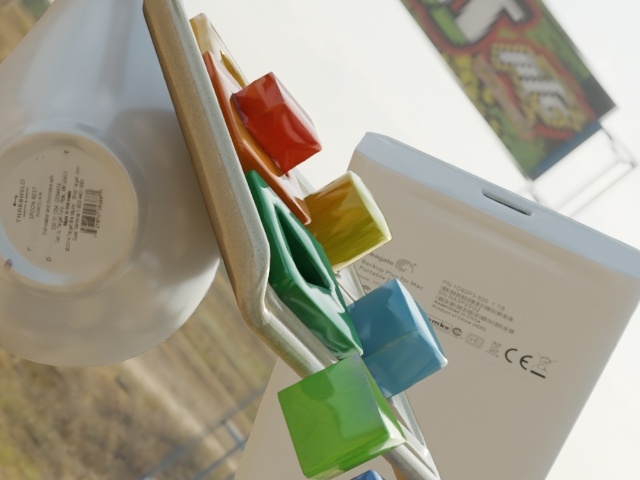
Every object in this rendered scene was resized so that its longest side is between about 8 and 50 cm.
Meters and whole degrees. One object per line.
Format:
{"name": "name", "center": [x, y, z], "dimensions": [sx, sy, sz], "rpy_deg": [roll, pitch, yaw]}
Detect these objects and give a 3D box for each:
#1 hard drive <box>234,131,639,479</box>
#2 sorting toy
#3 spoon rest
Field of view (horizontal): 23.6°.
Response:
{"name": "hard drive", "center": [0.073, 0.096, 1.048], "dimensions": [0.203, 0.307, 0.040], "rpy_deg": [25, 36, 7]}
{"name": "sorting toy", "center": [0.000, 0.000, 0.642], "dimensions": [0.196, 0.047, 0.347], "rpy_deg": [55, 10, -47]}
{"name": "spoon rest", "center": [-0.097, -0.078, 0.688], "dimensions": [0.137, 0.276, 0.084], "rpy_deg": [12, 7, 1]}
